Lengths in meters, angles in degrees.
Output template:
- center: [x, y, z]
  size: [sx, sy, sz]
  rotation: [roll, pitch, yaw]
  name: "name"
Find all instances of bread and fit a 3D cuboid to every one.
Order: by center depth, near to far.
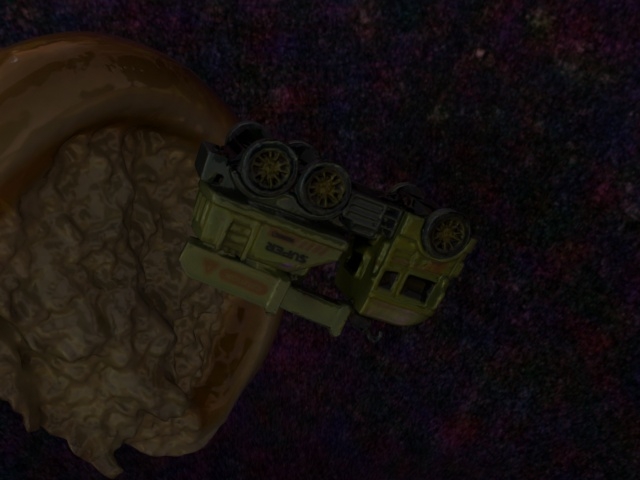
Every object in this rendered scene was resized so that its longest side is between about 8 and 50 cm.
- center: [-0.198, 0.024, 0.578]
  size: [0.245, 0.424, 0.329]
  rotation: [2, 60, 24]
  name: "bread"

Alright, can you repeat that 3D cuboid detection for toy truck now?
- center: [0.000, 0.000, 0.387]
  size: [0.168, 0.100, 0.077]
  rotation: [19, 13, -23]
  name: "toy truck"
